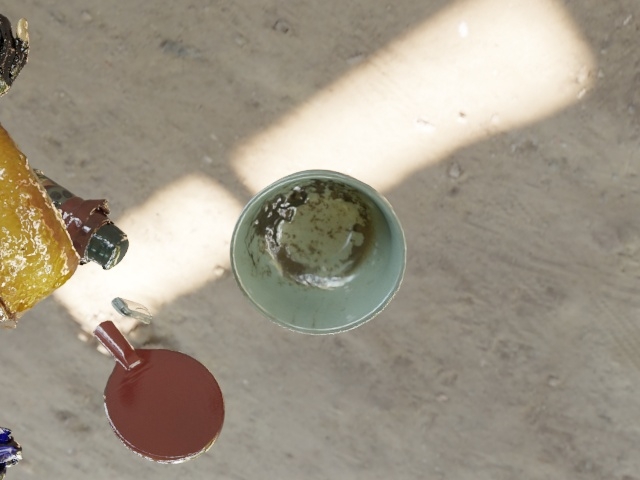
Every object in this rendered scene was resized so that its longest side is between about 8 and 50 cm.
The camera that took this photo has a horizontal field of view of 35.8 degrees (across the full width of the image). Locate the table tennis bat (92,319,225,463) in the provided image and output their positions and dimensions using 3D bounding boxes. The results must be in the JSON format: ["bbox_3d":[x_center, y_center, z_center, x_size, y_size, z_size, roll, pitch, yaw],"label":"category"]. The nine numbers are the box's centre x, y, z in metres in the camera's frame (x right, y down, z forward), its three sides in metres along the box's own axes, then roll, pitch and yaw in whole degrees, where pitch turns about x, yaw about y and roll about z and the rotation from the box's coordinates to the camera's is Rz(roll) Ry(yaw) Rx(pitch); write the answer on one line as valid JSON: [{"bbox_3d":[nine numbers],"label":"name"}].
[{"bbox_3d":[-0.297,0.257,1.741,0.310,0.200,0.038,45,148,24],"label":"table tennis bat"}]

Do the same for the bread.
[{"bbox_3d":[-0.432,-0.032,1.252,0.312,0.172,0.312,53,164,23],"label":"bread"}]

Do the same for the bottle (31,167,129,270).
[{"bbox_3d":[-0.528,-0.040,2.094,0.271,0.156,0.143,30,-179,6],"label":"bottle"}]

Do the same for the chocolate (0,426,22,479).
[{"bbox_3d":[-0.540,0.314,1.248,0.126,0.343,0.148,11,102,42],"label":"chocolate"}]

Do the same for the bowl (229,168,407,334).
[{"bbox_3d":[0.000,0.000,1.657,0.289,0.146,0.289,1,112,3],"label":"bowl"}]

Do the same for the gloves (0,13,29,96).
[{"bbox_3d":[-0.556,-0.311,1.686,0.106,0.181,0.129,27,162,44],"label":"gloves"}]

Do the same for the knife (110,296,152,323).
[{"bbox_3d":[-0.322,0.123,1.705,0.044,0.023,0.162,51,179,10],"label":"knife"}]
